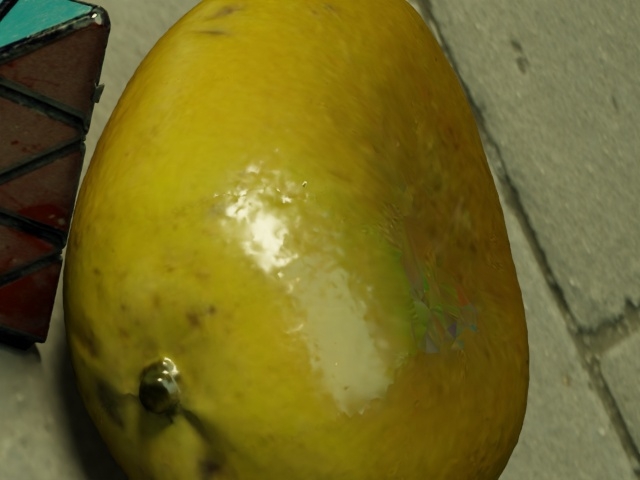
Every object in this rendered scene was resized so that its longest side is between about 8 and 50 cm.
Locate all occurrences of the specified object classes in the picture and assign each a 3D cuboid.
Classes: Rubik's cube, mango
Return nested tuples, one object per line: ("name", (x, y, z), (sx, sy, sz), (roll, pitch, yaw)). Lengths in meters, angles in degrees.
("Rubik's cube", (-0.187, -0.056, 0.885), (0.190, 0.211, 0.178), (72, -1, -48))
("mango", (0.000, 0.000, 0.957), (0.253, 0.182, 0.365), (39, 45, -28))
